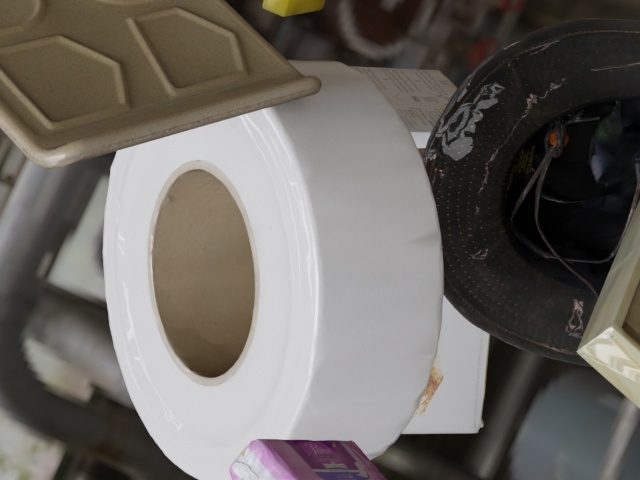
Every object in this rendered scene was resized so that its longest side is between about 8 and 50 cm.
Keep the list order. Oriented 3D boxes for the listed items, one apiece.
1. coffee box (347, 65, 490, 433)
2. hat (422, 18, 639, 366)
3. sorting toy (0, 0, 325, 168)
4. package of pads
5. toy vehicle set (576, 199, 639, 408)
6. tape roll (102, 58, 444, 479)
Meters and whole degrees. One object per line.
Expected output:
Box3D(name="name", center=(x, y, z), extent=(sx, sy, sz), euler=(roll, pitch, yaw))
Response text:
Box3D(name="coffee box", center=(0.000, 0.000, 2.220), extent=(0.334, 0.337, 0.338), euler=(1, -164, -10))
Box3D(name="hat", center=(0.242, -0.051, 1.609), extent=(0.331, 0.331, 0.134), euler=(25, -158, -8))
Box3D(name="sorting toy", center=(-0.111, -0.137, 1.262), extent=(0.307, 0.041, 0.229), euler=(-19, -131, -41))
Box3D(name="package of pads", center=(-0.003, 0.128, 1.042), extent=(0.083, 0.032, 0.050), euler=(7, -147, -50))
Box3D(name="toy vehicle set", center=(0.288, 0.050, 1.448), extent=(0.166, 0.035, 0.267), euler=(42, -142, -7))
Box3D(name="tape roll", center=(-0.040, 0.018, 1.338), extent=(0.100, 0.286, 0.286), euler=(-4, -161, -32))
